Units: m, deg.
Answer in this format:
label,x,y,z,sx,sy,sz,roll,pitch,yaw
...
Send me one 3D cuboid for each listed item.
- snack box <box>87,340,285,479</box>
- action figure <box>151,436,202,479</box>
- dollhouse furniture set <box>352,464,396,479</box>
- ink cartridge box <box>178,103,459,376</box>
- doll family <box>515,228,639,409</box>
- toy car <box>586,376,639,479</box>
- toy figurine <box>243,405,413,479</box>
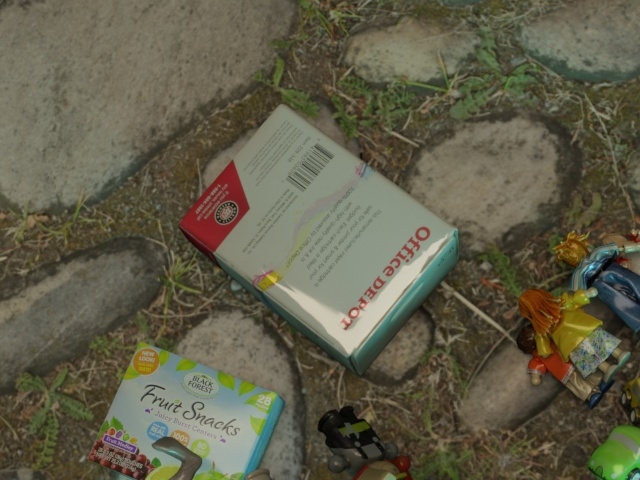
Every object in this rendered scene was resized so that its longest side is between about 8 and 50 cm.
label,x,y,z,sx,sy,sz,roll,pitch,yaw
snack box,-0.176,0.251,1.770,0.207,0.070,0.174,20,76,13
action figure,-0.170,0.456,1.593,0.179,0.330,0.341,-2,29,-20
dollhouse furniture set,0.130,0.443,1.534,0.374,0.152,0.201,41,79,-10
ink cartridge box,0.000,0.000,1.796,0.306,0.131,0.226,38,80,17
doll family,0.353,0.076,1.720,0.163,0.118,0.263,40,82,22
toy car,0.410,0.234,1.592,0.225,0.053,0.239,-14,30,-36
toy figurine,0.023,0.330,1.638,0.213,0.209,0.148,-36,58,-4
